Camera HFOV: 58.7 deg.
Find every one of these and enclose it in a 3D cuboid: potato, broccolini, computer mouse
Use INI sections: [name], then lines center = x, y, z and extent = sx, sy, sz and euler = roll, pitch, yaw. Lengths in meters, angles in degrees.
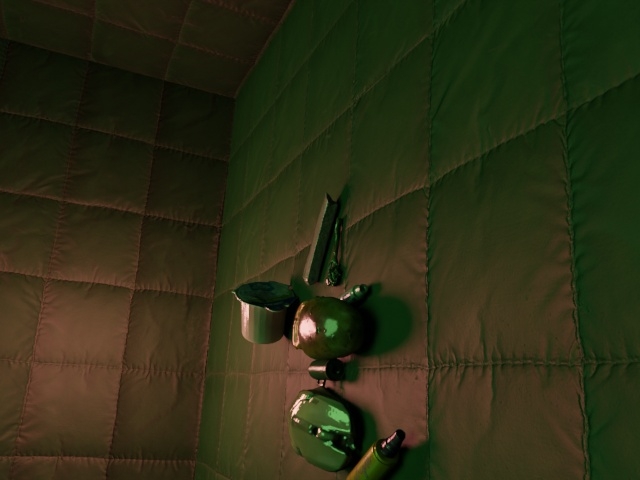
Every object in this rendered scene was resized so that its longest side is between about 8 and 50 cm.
[potato]
center = 0.035, 0.280, 1.819
extent = 0.307, 0.173, 0.210
euler = -16, 72, 61
[broccolini]
center = 0.048, 0.041, 2.050
extent = 0.071, 0.057, 0.255
euler = -3, 78, 24
[computer mouse]
center = -0.017, 0.602, 1.852
extent = 0.429, 0.145, 0.228
euler = 176, 106, -67

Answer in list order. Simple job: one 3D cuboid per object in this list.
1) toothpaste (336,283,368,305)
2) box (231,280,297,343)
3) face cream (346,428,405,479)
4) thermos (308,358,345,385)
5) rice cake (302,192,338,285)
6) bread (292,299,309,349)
[toothpaste]
center = 0.083, 0.206, 1.910
extent = 0.297, 0.048, 0.075
euler = 133, 135, -59
[box]
center = -0.224, 0.319, 2.400
extent = 0.291, 0.262, 0.207
euler = 37, 128, 55
[face cream]
center = 0.155, 0.591, 1.523
extent = 0.078, 0.078, 0.273
euler = -105, 33, -46
[thermos]
center = 0.015, 0.444, 1.940
extent = 0.083, 0.073, 0.187
euler = 64, 154, 0
[rice cake]
center = 0.000, 0.000, 2.173
extent = 0.073, 0.056, 0.365
euler = -128, 51, -68
[bread]
center = -0.052, 0.319, 2.145
extent = 0.114, 0.077, 0.189
euler = 10, 89, 48
